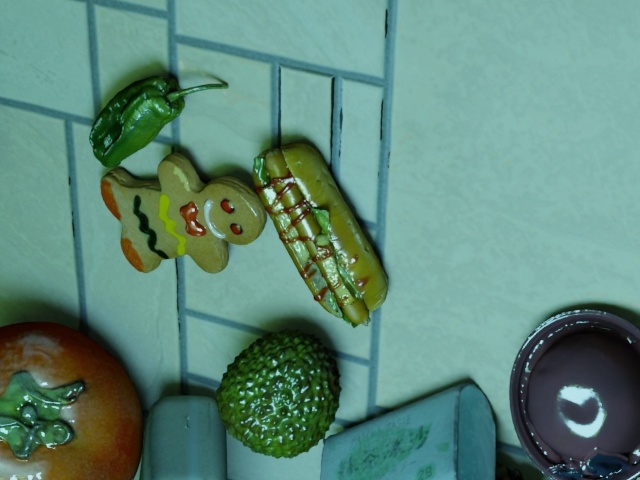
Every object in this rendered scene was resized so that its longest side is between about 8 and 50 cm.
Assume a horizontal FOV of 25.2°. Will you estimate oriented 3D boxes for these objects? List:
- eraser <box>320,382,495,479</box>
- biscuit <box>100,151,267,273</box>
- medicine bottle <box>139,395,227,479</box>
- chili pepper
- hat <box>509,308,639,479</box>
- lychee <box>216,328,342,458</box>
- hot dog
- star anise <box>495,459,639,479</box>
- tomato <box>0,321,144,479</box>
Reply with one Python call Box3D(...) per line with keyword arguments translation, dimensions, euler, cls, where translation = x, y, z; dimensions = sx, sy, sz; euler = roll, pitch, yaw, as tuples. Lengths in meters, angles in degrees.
Box3D(translation=(0.104, 0.286, 1.769), dimensions=(0.081, 0.174, 0.227), euler=(31, 137, -35), cls="eraser")
Box3D(translation=(-0.173, -0.029, 1.786), dimensions=(0.250, 0.036, 0.165), euler=(-2, 118, 37), cls="biscuit")
Box3D(translation=(-0.189, 0.408, 1.926), dimensions=(0.123, 0.282, 0.375), euler=(2, 122, -7), cls="medicine bottle")
Box3D(translation=(-0.214, -0.158, 1.732), dimensions=(0.204, 0.073, 0.072), euler=(-34, 85, 36), cls="chili pepper")
Box3D(translation=(0.295, 0.179, 1.603), dimensions=(0.205, 0.089, 0.205), euler=(-2, 85, 29), cls="hat")
Box3D(translation=(-0.046, 0.190, 1.795), dimensions=(0.171, 0.171, 0.171), euler=(13, 123, 21), cls="lychee")
Box3D(translation=(0.000, 0.000, 1.707), dimensions=(0.104, 0.076, 0.250), euler=(-16, 108, 33), cls="hot dog")
Box3D(translation=(0.253, 0.356, 1.730), dimensions=(0.148, 0.237, 0.346), euler=(20, 130, -33), cls="star anise")
Box3D(translation=(-0.402, 0.275, 1.956), dimensions=(0.321, 0.321, 0.321), euler=(13, 123, 21), cls="tomato")
